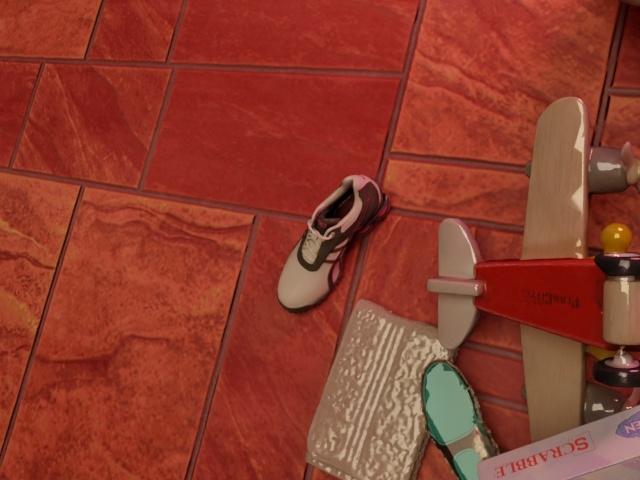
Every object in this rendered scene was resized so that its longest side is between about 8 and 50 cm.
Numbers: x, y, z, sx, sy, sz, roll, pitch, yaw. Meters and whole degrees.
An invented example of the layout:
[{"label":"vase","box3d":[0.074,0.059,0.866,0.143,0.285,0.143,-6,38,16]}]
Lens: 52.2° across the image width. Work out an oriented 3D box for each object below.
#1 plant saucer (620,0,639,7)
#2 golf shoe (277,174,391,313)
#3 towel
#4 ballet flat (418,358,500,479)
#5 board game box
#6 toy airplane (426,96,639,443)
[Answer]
[{"label":"plant saucer","box3d":[0.590,-0.388,0.859,0.400,0.101,0.400,-23,31,15]},{"label":"golf shoe","box3d":[0.000,0.000,1.103,0.105,0.120,0.273,38,97,27]},{"label":"towel","box3d":[0.096,0.252,1.032,0.187,0.049,0.282,19,85,27]},{"label":"ballet flat","box3d":[0.209,0.290,0.943,0.091,0.077,0.241,-23,72,11]},{"label":"board game box","box3d":[0.392,0.321,0.741,0.318,0.318,0.066,-26,24,17]},{"label":"toy airplane","box3d":[0.335,0.067,0.870,0.384,0.272,0.386,63,143,35]}]
